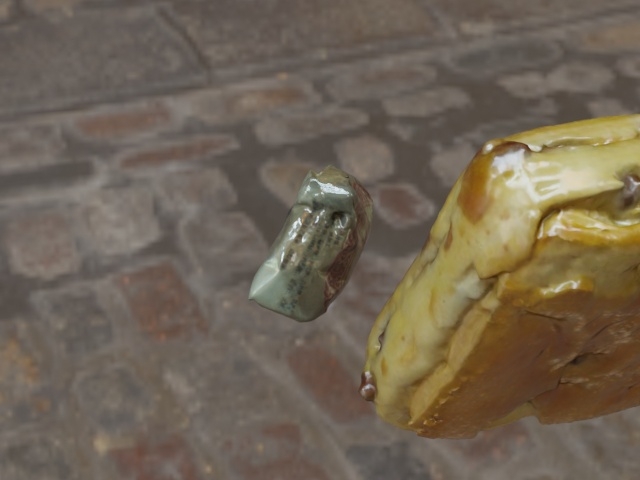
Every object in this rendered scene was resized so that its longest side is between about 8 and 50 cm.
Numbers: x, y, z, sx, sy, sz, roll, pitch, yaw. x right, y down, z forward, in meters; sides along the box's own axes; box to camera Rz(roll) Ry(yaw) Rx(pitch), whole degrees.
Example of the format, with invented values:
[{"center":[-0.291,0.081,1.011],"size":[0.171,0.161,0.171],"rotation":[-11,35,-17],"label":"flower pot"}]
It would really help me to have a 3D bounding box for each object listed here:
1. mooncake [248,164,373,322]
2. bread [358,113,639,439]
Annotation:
[{"center":[0.000,0.000,1.337],"size":[0.073,0.125,0.130],"rotation":[26,12,-1],"label":"mooncake"},{"center":[0.152,0.024,0.854],"size":[0.235,0.210,0.099],"rotation":[-10,58,-30],"label":"bread"}]
